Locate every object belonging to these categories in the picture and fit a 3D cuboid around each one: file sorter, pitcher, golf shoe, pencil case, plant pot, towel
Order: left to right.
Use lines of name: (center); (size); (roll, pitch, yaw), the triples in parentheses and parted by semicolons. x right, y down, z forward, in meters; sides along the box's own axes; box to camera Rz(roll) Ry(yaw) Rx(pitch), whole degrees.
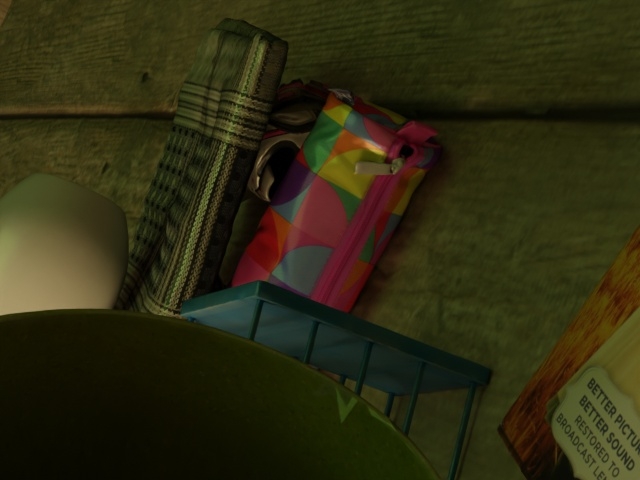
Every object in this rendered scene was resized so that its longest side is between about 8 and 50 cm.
pitcher: (-0.229, 0.064, 1.476); (0.178, 0.125, 0.207); (53, -123, -68)
plant pot: (-0.106, 0.228, 0.868); (0.275, 0.274, 0.293); (-108, 32, -59)
towel: (-0.114, -0.031, 1.467); (0.324, 0.056, 0.312); (-137, 65, -77)
golf shoe: (-0.053, -0.067, 1.571); (0.186, 0.067, 0.086); (-37, 34, 50)
file sorter: (-0.003, 0.106, 1.148); (0.118, 0.170, 0.104); (-18, 53, 61)
pencil case: (0.000, 0.000, 1.350); (0.236, 0.104, 0.104); (-62, 22, 11)

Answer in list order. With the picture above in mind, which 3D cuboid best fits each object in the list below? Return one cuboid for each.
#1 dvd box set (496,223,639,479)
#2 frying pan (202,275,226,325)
dvd box set: (0.260, 0.008, 0.768); (0.420, 0.062, 0.307); (-57, 29, 17)
frying pan: (-0.092, 0.108, 1.498); (0.326, 0.053, 0.197); (-18, 53, 60)
